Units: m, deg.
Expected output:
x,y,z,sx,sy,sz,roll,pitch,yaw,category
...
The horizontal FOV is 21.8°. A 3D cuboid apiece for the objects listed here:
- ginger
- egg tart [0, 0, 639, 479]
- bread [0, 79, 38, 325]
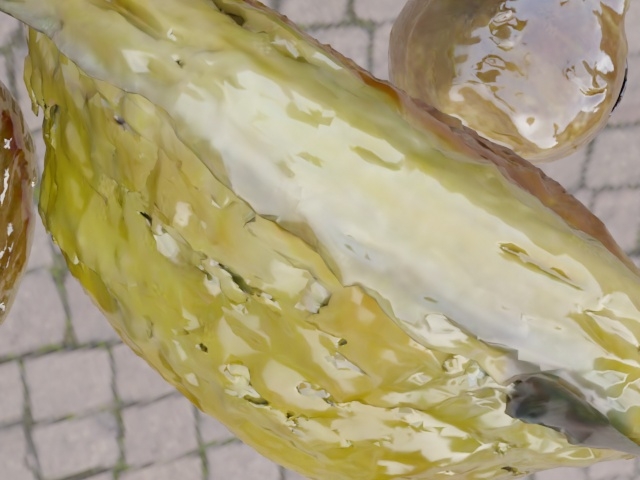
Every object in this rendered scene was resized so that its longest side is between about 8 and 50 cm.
x,y,z,sx,sy,sz,roll,pitch,yaw,category
0.167,-0.186,1.610,0.200,0.269,0.223,-55,152,-13,ginger
0.000,0.000,0.834,0.443,0.443,0.178,29,99,-36,egg tart
-0.257,-0.018,0.926,0.123,0.230,0.230,10,131,23,bread
